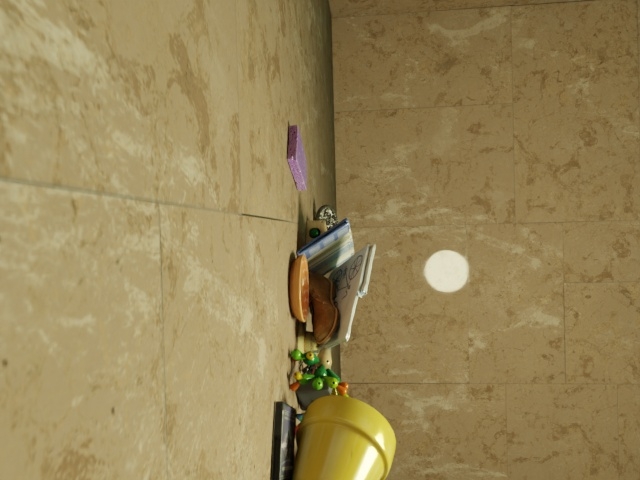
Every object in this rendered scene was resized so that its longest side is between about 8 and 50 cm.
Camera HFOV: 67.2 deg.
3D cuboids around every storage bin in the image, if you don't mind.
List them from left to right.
[{"bbox_3d":[-0.012,0.458,1.456,0.098,0.135,0.091,-86,161,-44],"label":"storage bin"}]

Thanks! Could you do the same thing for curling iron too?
[{"bbox_3d":[-0.038,0.457,1.599,0.068,0.035,0.274,-37,149,-28],"label":"curling iron"}]

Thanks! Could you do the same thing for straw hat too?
[{"bbox_3d":[-0.035,0.325,1.551,0.144,0.061,0.144,-2,90,-84],"label":"straw hat"}]

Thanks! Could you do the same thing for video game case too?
[{"bbox_3d":[-0.088,0.536,1.146,0.196,0.026,0.274,76,12,-65],"label":"video game case"}]

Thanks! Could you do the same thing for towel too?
[{"bbox_3d":[0.022,0.042,1.653,0.034,0.209,0.285,53,-9,23],"label":"towel"}]

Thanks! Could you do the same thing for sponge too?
[{"bbox_3d":[-0.070,-0.250,1.490,0.210,0.031,0.117,72,17,-69],"label":"sponge"}]

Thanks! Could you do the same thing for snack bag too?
[{"bbox_3d":[0.067,0.207,1.591,0.323,0.037,0.342,-43,-154,57],"label":"snack bag"}]

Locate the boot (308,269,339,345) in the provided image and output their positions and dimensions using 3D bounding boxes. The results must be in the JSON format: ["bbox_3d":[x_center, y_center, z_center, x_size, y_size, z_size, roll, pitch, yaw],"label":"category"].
[{"bbox_3d":[-0.013,0.210,1.547,0.115,0.112,0.305,39,22,-22],"label":"boot"}]

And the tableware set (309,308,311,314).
[{"bbox_3d":[-0.003,0.233,1.796,0.024,0.104,0.154,23,35,-42],"label":"tableware set"}]

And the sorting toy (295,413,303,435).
[{"bbox_3d":[-0.045,0.528,1.415,0.102,0.061,0.042,-54,-164,-15],"label":"sorting toy"}]

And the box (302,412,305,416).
[{"bbox_3d":[0.004,0.752,1.658,0.395,0.097,0.318,74,14,-72],"label":"box"}]

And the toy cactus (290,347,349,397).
[{"bbox_3d":[0.001,0.377,1.374,0.112,0.219,0.180,-54,-175,20],"label":"toy cactus"}]

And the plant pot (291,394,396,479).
[{"bbox_3d":[0.038,0.559,1.185,0.239,0.254,0.254,-54,146,-54],"label":"plant pot"}]

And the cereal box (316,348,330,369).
[{"bbox_3d":[0.015,0.482,2.081,0.240,0.047,0.173,81,9,-52],"label":"cereal box"}]

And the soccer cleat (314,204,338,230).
[{"bbox_3d":[0.020,-0.023,2.107,0.116,0.109,0.318,-123,-159,-56],"label":"soccer cleat"}]

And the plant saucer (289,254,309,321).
[{"bbox_3d":[-0.063,0.141,1.431,0.200,0.037,0.200,-1,90,-84],"label":"plant saucer"}]

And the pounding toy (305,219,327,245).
[{"bbox_3d":[0.000,0.000,1.782,0.141,0.100,0.130,78,12,-61],"label":"pounding toy"}]
